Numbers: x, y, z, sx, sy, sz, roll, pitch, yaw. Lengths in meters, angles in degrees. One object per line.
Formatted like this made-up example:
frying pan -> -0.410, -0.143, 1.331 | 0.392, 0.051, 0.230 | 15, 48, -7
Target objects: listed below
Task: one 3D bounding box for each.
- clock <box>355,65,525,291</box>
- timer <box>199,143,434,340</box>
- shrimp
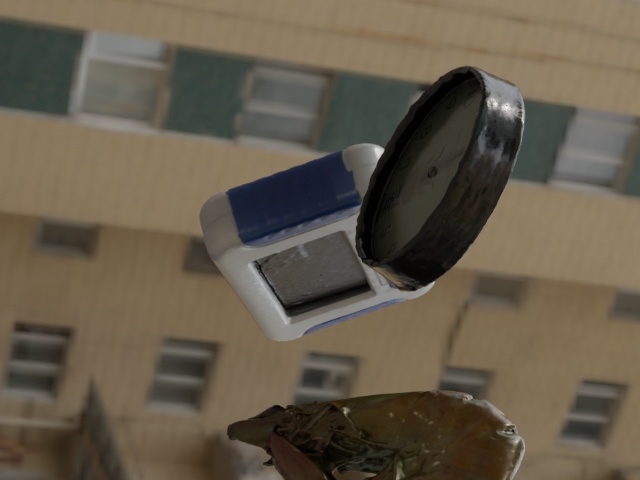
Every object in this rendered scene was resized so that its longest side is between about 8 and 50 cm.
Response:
clock -> 0.090, -0.051, 1.435 | 0.184, 0.040, 0.184 | -52, -158, 31
timer -> 0.000, 0.000, 1.674 | 0.253, 0.178, 0.078 | 63, 10, -65
shrimp -> 0.032, 0.170, 1.434 | 0.267, 0.061, 0.145 | 9, -130, 34
